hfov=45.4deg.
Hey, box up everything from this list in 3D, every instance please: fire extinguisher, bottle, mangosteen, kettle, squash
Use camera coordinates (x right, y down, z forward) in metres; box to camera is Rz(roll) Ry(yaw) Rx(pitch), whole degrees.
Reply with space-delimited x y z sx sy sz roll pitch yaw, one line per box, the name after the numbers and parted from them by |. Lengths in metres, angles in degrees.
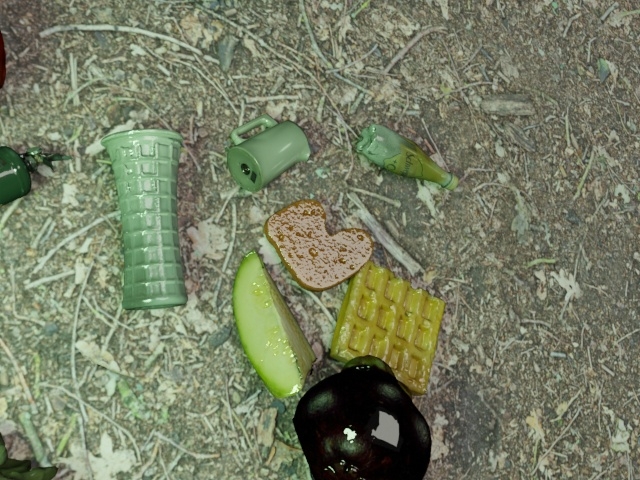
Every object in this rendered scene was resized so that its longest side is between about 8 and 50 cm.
-0.542 -0.088 1.204 0.294 0.118 0.093 -32 131 -34 | fire extinguisher
0.205 -0.178 1.718 0.270 0.083 0.083 22 67 -29 | bottle
0.074 0.354 1.417 0.233 0.287 0.287 -28 95 1 | mangosteen
-0.110 -0.175 1.518 0.148 0.127 0.098 -38 132 -36 | kettle
-0.111 0.154 1.414 0.252 0.093 0.169 61 11 -6 | squash

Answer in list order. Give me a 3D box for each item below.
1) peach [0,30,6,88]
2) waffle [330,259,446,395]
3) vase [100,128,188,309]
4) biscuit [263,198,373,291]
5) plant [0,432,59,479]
-0.633 -0.282 1.075 0.373 0.372 0.289 20 100 -28 | peach
0.143 0.183 1.605 0.248 0.055 0.221 29 64 -25 | waffle
-0.298 -0.032 1.326 0.143 0.143 0.298 -1 81 -33 | vase
0.000 0.000 1.545 0.186 0.036 0.192 -34 90 -21 | biscuit
-0.501 0.392 1.040 0.215 0.213 0.312 34 52 -20 | plant
